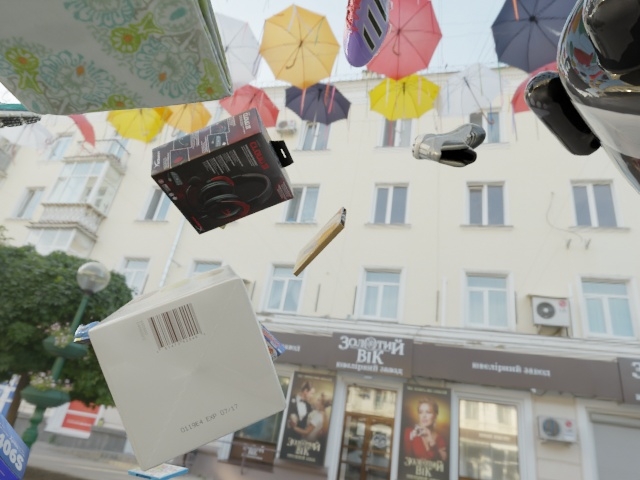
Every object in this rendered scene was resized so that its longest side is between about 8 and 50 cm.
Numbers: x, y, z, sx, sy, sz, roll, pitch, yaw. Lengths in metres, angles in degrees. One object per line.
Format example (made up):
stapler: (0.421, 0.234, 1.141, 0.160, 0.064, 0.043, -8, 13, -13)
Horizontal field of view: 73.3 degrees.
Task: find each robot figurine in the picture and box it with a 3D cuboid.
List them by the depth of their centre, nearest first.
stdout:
robot figurine: (0.289, -0.123, 0.311, 0.278, 0.209, 0.173, 28, -70, -35)

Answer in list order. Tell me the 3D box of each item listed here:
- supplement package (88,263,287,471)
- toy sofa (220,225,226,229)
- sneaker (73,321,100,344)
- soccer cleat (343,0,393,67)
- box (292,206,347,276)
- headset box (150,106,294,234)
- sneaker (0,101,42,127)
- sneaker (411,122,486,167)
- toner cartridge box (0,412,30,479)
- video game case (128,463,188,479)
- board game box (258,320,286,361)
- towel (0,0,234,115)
supplement package: (-0.141, 0.115, 0.490, 0.139, 0.133, 0.244, -20, 4, -14)
toy sofa: (-0.281, -0.205, 1.445, 0.177, 0.362, 0.150, 36, -55, 2)
sneaker: (-0.797, 0.325, 1.557, 0.209, 0.082, 0.069, -9, -30, 15)
soccer cleat: (0.071, -0.379, 0.635, 0.095, 0.083, 0.248, -21, -33, -39)
box: (0.000, 0.000, 1.234, 0.021, 0.164, 0.201, 41, -71, -10)
headset box: (-0.212, -0.164, 1.025, 0.293, 0.110, 0.218, -20, -40, 4)
sneaker: (-0.702, -0.284, 0.833, 0.275, 0.109, 0.107, 5, -2, -34)
sneaker: (0.345, -0.219, 1.040, 0.229, 0.132, 0.086, -18, -56, -23)
toner cartridge box: (-0.662, 0.308, 0.721, 0.165, 0.075, 0.347, -16, -59, -14)
video game case: (-0.558, 0.794, 1.480, 0.166, 0.015, 0.119, -8, -14, 30)
board game box: (-0.214, 0.347, 1.323, 0.136, 0.035, 0.201, 44, -63, 7)
towel: (-0.334, -0.317, 0.618, 0.375, 0.090, 0.320, -5, -28, -1)
